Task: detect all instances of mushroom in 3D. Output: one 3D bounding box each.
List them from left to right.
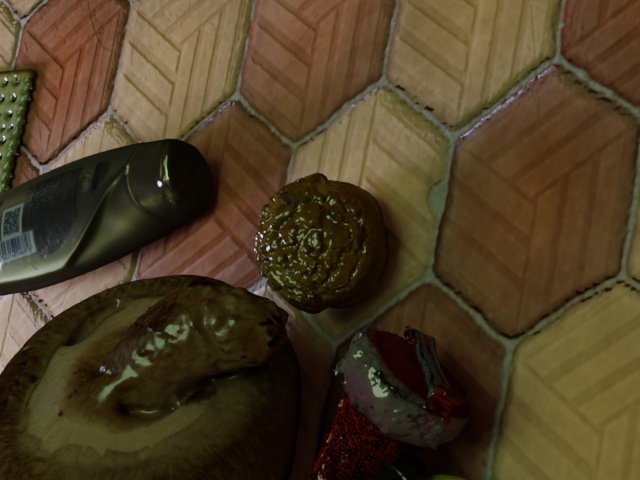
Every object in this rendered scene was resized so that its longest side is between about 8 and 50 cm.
[{"bbox_3d":[-0.167,0.175,1.791,0.345,0.345,0.239,-12,102,44],"label":"mushroom"}]

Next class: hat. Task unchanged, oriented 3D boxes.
[{"bbox_3d":[0.037,0.183,1.672,0.227,0.129,0.140,-52,41,16],"label":"hat"}]

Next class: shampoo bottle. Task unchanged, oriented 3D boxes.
[{"bbox_3d":[-0.258,-0.029,2.117,0.350,0.084,0.125,-20,63,41],"label":"shampoo bottle"}]

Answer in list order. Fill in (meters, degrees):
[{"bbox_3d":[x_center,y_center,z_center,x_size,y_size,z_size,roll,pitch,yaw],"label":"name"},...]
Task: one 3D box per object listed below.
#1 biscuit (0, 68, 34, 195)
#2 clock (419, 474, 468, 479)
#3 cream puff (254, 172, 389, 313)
[{"bbox_3d":[-0.413,-0.100,2.365,0.139,0.016,0.231,2,76,49],"label":"biscuit"},{"bbox_3d":[0.098,0.315,1.617,0.237,0.057,0.237,-23,57,41],"label":"clock"},{"bbox_3d":[-0.004,0.002,1.815,0.126,0.103,0.144,-55,49,15],"label":"cream puff"}]
